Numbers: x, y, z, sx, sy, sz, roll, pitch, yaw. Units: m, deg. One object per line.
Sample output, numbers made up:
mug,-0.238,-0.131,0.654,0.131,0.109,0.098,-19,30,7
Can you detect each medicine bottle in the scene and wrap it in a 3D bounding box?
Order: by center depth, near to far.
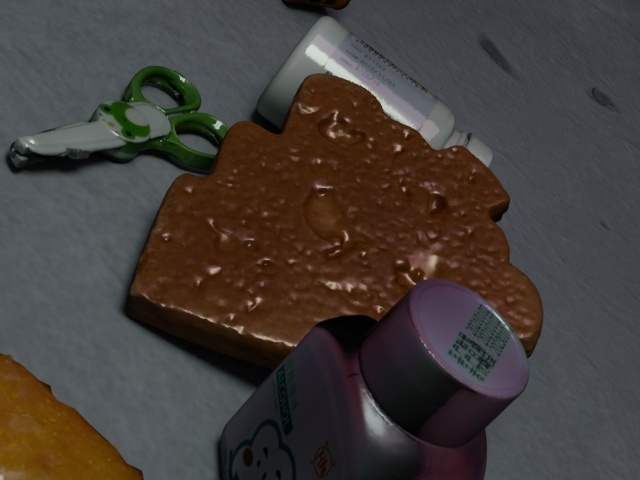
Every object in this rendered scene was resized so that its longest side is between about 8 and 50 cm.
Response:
medicine bottle,0.028,0.108,0.667,0.094,0.188,0.119,16,40,-31
medicine bottle,0.047,-0.096,1.000,0.186,0.103,0.103,36,34,-4

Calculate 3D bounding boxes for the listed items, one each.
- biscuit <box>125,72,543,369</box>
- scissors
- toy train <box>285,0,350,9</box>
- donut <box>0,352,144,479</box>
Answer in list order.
biscuit,0.000,0.000,0.836,0.306,0.043,0.284,-18,59,-29
scissors,-0.147,-0.082,0.865,0.101,0.027,0.204,48,33,15
toy train,-0.018,-0.313,1.196,0.072,0.099,0.188,2,49,-39
donut,-0.185,0.144,0.488,0.253,0.118,0.253,28,33,-20
